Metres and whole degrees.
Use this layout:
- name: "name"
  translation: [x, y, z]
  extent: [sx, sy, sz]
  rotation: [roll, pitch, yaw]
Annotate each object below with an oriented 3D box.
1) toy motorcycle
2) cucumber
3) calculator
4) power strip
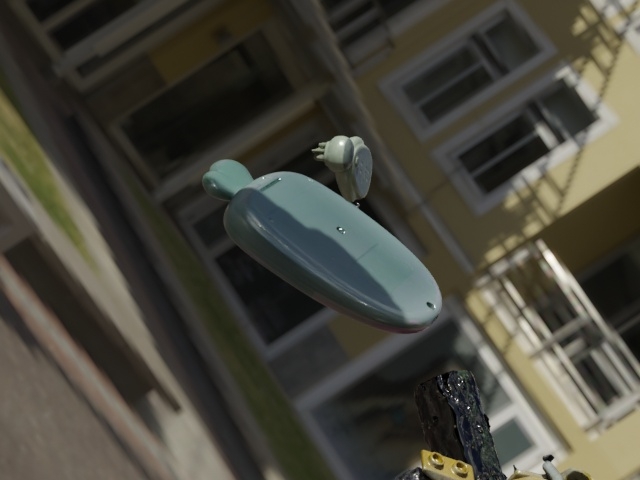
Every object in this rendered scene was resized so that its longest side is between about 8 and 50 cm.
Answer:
- name: "toy motorcycle"
  translation: [0.186, 0.261, 1.453]
  extent: [0.229, 0.130, 0.094]
  rotation: [22, 36, -16]
- name: "cucumber"
  translation: [0.177, 0.289, 1.567]
  extent: [0.081, 0.072, 0.303]
  rotation: [1, 62, -40]
- name: "calculator"
  translation: [0.000, 0.000, 1.558]
  extent: [0.299, 0.041, 0.185]
  rotation: [36, 29, 11]
- name: "power strip"
  translation: [0.019, -0.061, 1.193]
  extent: [0.083, 0.035, 0.055]
  rotation: [42, 56, -66]
